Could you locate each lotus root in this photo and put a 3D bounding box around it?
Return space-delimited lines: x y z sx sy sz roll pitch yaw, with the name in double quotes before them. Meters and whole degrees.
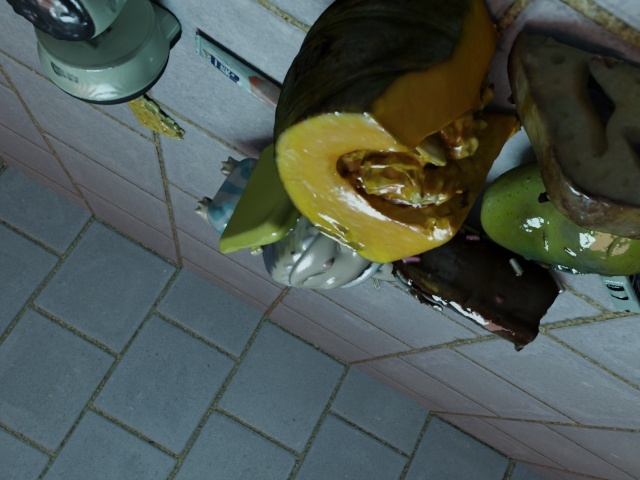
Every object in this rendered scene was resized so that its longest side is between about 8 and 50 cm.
"lotus root" 0.292 -0.090 0.544 0.260 0.170 0.074 20 164 7

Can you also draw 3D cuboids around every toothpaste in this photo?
"toothpaste" -0.117 -0.259 0.904 0.205 0.036 0.056 35 160 -2

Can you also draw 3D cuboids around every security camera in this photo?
"security camera" -0.324 -0.333 0.777 0.197 0.191 0.277 30 161 3

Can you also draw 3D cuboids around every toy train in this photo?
"toy train" 0.444 0.046 0.842 0.043 0.047 0.207 8 153 45

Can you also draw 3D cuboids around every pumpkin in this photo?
"pumpkin" 0.080 -0.134 0.666 0.256 0.225 0.303 6 145 41

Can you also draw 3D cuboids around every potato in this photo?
"potato" 0.311 -0.030 0.682 0.169 0.144 0.248 39 161 -35

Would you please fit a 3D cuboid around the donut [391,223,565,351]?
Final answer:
"donut" 0.244 0.051 0.906 0.259 0.136 0.345 31 -173 21

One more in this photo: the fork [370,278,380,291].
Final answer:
"fork" 0.090 0.057 1.443 0.219 0.028 0.034 46 163 -31

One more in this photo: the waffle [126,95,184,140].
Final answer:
"waffle" -0.370 -0.290 1.197 0.125 0.032 0.191 26 163 16

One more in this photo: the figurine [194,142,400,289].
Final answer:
"figurine" 0.000 0.000 1.062 0.377 0.266 0.361 41 164 -29
